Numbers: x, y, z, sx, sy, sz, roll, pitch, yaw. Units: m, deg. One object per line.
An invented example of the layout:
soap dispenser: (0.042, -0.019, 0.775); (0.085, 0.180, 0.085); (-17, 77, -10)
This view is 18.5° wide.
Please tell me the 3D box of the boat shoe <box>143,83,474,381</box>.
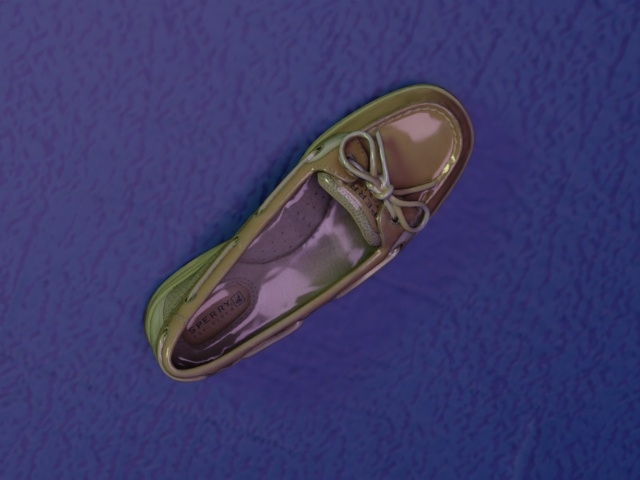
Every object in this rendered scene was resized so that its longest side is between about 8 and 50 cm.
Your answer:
boat shoe: (-0.002, -0.001, 0.745); (0.153, 0.048, 0.056); (-36, 102, -2)
